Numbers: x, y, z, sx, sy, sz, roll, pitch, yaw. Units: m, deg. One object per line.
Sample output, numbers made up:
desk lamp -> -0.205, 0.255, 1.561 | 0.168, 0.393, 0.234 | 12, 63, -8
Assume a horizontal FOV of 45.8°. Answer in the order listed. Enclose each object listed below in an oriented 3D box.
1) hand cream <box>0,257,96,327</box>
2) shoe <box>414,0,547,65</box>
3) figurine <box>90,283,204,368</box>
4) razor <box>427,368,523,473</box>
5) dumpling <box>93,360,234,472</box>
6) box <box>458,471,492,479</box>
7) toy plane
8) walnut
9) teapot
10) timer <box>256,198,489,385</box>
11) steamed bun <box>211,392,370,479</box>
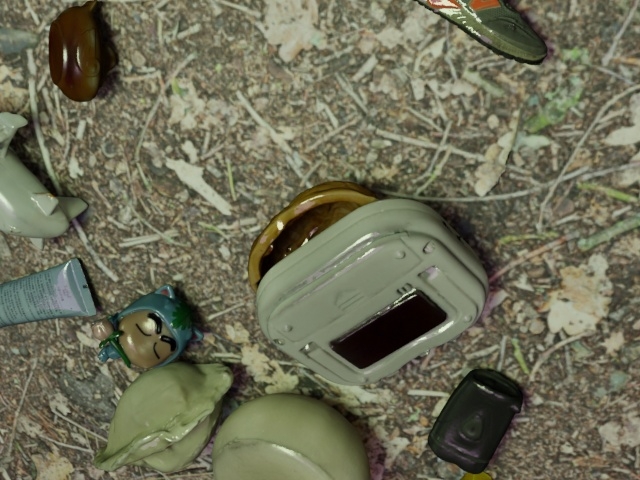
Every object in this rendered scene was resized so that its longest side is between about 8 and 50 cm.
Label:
hand cream -> -0.471, 0.099, 1.171 | 0.272, 0.058, 0.091 | -14, 96, 17
shoe -> 0.172, -0.264, 0.824 | 0.194, 0.074, 0.077 | 33, 112, 3
figurine -> -0.268, 0.140, 1.085 | 0.178, 0.144, 0.114 | -16, 98, 33
razor -> 0.211, 0.244, 1.036 | 0.090, 0.054, 0.148 | 25, 116, 4
dumpling -> -0.233, 0.267, 1.095 | 0.258, 0.193, 0.147 | -30, 100, 31
box -> 0.148, 0.458, 1.091 | 0.043, 0.152, 0.269 | 36, 118, -1
toy plane -> -0.450, -0.088, 1.054 | 0.245, 0.117, 0.244 | 17, 132, 20
walnut -> 0.001, -0.002, 0.967 | 0.167, 0.087, 0.211 | 29, 119, -26
teapot -> -0.299, -0.242, 0.968 | 0.098, 0.078, 0.129 | 14, 106, 54
timer -> 0.067, 0.075, 0.931 | 0.262, 0.087, 0.237 | -34, 129, 20
steamed bun -> -0.034, 0.310, 1.084 | 0.232, 0.145, 0.231 | 13, 128, 17
